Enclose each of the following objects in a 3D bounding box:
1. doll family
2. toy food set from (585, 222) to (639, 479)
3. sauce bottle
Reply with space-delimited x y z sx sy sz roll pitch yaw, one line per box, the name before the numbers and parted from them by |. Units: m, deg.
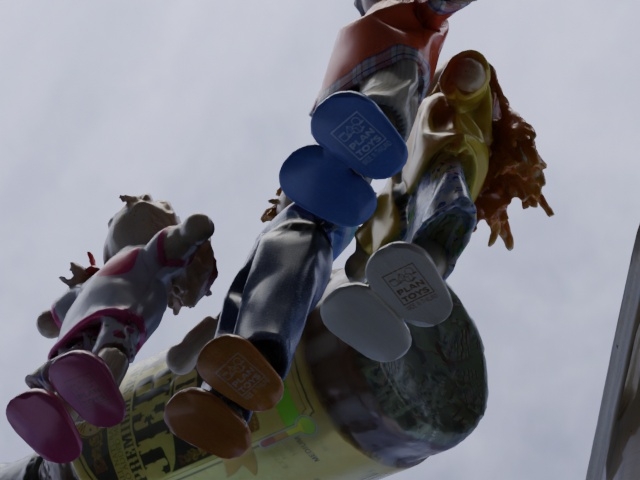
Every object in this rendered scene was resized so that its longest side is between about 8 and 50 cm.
doll family | 0.000 0.000 0.711 0.118 0.263 0.163 41 -146 -14
toy food set | 0.301 0.093 0.953 0.306 0.219 0.092 9 -143 7
sauce bottle | -0.072 0.114 0.999 0.344 0.111 0.111 -28 -124 34
